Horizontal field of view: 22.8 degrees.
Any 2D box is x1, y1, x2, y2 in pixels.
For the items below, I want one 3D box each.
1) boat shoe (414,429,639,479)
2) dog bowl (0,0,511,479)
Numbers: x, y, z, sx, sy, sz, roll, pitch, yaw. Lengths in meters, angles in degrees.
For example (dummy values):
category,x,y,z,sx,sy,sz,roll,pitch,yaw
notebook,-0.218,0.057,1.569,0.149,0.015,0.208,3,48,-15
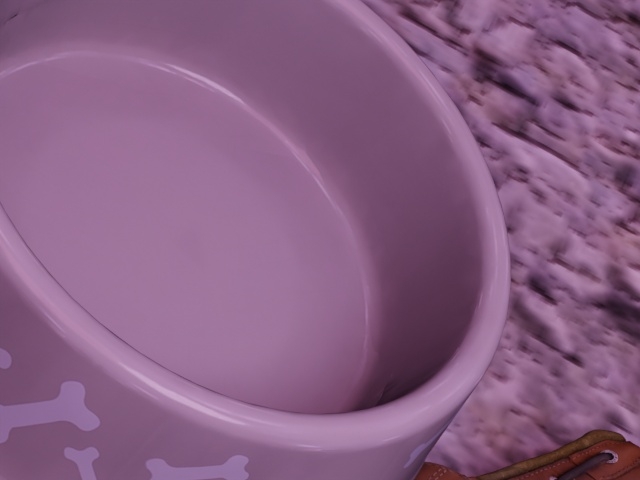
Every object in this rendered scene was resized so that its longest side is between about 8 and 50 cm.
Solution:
category,x,y,z,sx,sy,sz,roll,pitch,yaw
boat shoe,0.053,0.176,0.832,0.307,0.111,0.104,-8,62,-28
dog bowl,-0.058,-0.017,0.766,0.348,0.102,0.349,21,47,-23
